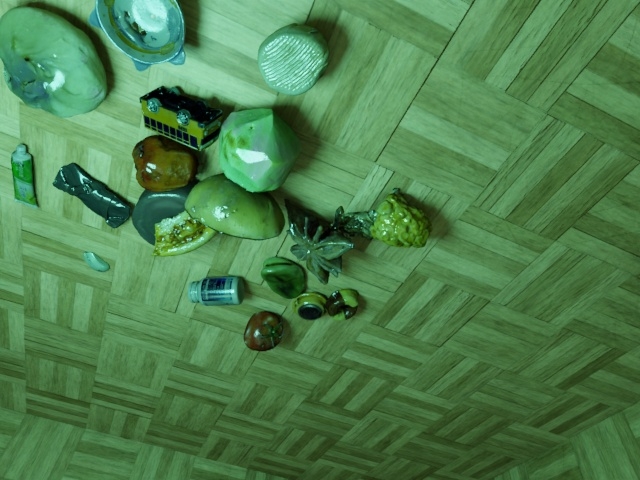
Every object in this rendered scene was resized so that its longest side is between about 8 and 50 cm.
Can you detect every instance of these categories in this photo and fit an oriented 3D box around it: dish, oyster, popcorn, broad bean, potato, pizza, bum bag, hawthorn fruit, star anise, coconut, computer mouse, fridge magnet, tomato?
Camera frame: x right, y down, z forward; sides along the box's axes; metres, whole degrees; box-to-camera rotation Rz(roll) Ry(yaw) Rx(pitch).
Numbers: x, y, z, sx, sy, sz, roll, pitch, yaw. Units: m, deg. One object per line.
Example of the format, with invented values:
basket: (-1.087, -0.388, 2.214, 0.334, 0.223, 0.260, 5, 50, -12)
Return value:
dish: (-0.419, -0.530, 1.054, 0.227, 0.086, 0.236, -8, 130, 13)
oyster: (0.118, -0.043, 1.448, 0.165, 0.053, 0.109, 2, 128, 6)
popcorn: (0.245, -0.043, 1.369, 0.194, 0.140, 0.163, 38, 98, -31)
broad bean: (-0.134, 0.137, 1.631, 0.153, 0.072, 0.207, -15, 139, 21)
potato: (-0.234, -0.123, 1.301, 0.298, 0.239, 0.116, 20, 123, -5)
pizza: (-0.410, -0.023, 1.355, 0.270, 0.056, 0.134, -18, 135, 6)
bum bag: (-0.733, -0.141, 1.441, 0.248, 0.060, 0.123, 36, 126, -22)
hawthorn fruit: (-0.445, -0.222, 1.277, 0.178, 0.174, 0.174, 4, 131, 3)
star anise: (-0.003, 0.000, 1.417, 0.292, 0.109, 0.350, 21, 137, 28)
coconut: (-0.163, -0.248, 1.202, 0.204, 0.236, 0.236, -2, 137, -30)
computer mouse: (-0.841, 0.084, 1.665, 0.055, 0.032, 0.110, -22, 126, 22)
fridge magnet: (-0.039, 0.256, 1.719, 0.142, 0.063, 0.143, 1, 129, 1)
tomato: (-0.230, 0.363, 1.779, 0.167, 0.167, 0.167, 3, 131, 3)

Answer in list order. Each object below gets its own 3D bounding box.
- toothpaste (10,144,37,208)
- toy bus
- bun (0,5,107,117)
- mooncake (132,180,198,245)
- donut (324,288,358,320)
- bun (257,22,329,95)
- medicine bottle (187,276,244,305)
toothpaste: (-0.944, -0.200, 1.421, 0.078, 0.047, 0.248, 21, 132, -10)
toy bus: (-0.366, -0.320, 1.187, 0.200, 0.098, 0.114, 24, 135, 12)
bun: (-0.677, -0.430, 1.117, 0.272, 0.168, 0.273, 7, 128, 9)
mooncake: (-0.459, -0.085, 1.414, 0.244, 0.133, 0.245, 2, 130, 2)
donut: (0.085, 0.243, 1.680, 0.140, 0.059, 0.141, -10, 132, -11)
bun: (-0.061, -0.444, 1.078, 0.173, 0.114, 0.167, -6, 137, 9)
medicine bottle: (-0.387, 0.189, 1.665, 0.191, 0.107, 0.107, -3, 131, 8)
